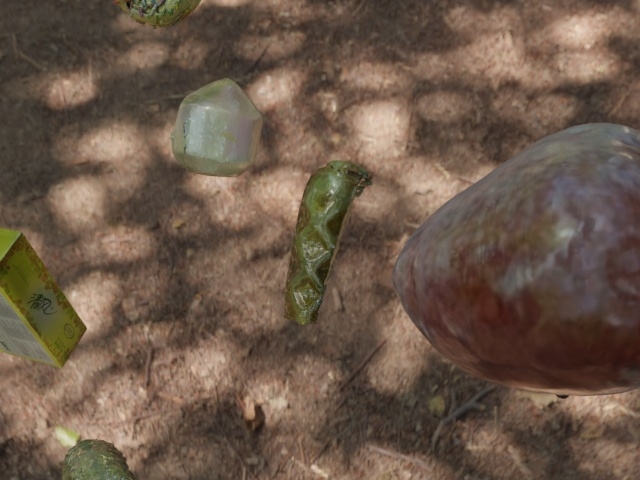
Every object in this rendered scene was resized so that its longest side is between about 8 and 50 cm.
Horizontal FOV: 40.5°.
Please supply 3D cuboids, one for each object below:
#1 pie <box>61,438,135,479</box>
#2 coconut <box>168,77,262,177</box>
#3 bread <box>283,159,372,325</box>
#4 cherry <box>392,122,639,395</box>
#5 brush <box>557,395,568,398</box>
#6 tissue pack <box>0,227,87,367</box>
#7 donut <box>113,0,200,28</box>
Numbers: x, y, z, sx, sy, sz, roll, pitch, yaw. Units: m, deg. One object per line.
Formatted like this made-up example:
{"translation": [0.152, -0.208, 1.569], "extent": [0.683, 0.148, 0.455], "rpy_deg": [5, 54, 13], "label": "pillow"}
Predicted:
{"translation": [-0.156, 0.299, 0.733], "extent": [0.055, 0.274, 0.274], "rpy_deg": [-18, 59, -26], "label": "pie"}
{"translation": [-0.192, -0.209, 1.599], "extent": [0.171, 0.171, 0.182], "rpy_deg": [5, 94, -1], "label": "coconut"}
{"translation": [0.000, 0.000, 1.197], "extent": [0.088, 0.128, 0.232], "rpy_deg": [18, 93, 8], "label": "bread"}
{"translation": [0.272, 0.025, 0.966], "extent": [0.326, 0.335, 0.291], "rpy_deg": [-27, 94, -43], "label": "cherry"}
{"translation": [0.346, 0.205, 1.330], "extent": [0.016, 0.193, 0.063], "rpy_deg": [23, 98, -4], "label": "brush"}
{"translation": [-0.342, 0.061, 0.958], "extent": [0.095, 0.176, 0.062], "rpy_deg": [9, 53, 23], "label": "tissue pack"}
{"translation": [-0.270, -0.431, 1.407], "extent": [0.175, 0.174, 0.068], "rpy_deg": [13, 20, 4], "label": "donut"}
